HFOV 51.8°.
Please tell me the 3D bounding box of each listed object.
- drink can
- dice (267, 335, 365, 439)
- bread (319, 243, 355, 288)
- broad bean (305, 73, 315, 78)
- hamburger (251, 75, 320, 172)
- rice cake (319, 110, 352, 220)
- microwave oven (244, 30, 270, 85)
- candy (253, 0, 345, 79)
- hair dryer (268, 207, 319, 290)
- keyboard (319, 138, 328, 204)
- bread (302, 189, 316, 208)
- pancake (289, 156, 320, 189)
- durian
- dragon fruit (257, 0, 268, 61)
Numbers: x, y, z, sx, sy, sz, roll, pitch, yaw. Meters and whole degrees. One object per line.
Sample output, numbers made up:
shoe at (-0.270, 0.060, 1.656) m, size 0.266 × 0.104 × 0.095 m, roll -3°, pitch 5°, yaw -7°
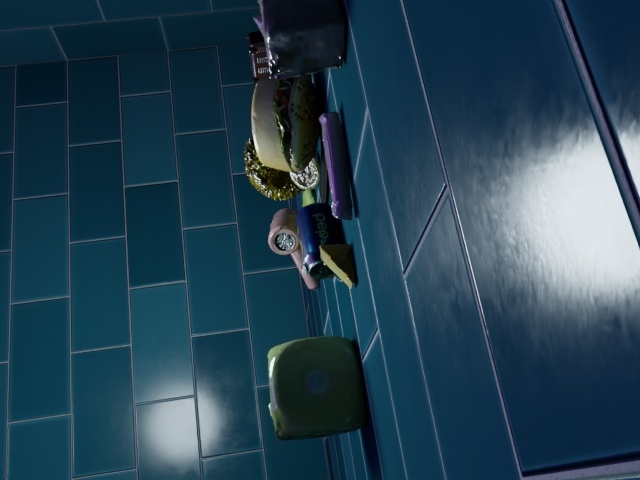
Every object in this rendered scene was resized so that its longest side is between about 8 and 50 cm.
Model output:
drink can at (0.000, 0.000, 1.825) m, size 0.118 × 0.118 × 0.205 m, roll 90°, pitch 170°, yaw -54°
dice at (-0.018, 0.413, 1.839) m, size 0.250 × 0.254 × 0.252 m, roll 104°, pitch 160°, yaw -67°
bread at (0.043, 0.073, 1.664) m, size 0.084 × 0.080 × 0.109 m, roll 90°, pitch 174°, yaw -65°
broad bean at (-0.055, -0.478, 2.090) m, size 0.318 × 0.056 × 0.098 m, roll 118°, pitch 145°, yaw -77°
hamburger at (-0.090, -0.340, 1.906) m, size 0.300 × 0.176 × 0.300 m, roll 0°, pitch -90°, yaw -82°
rice cake at (0.038, -0.174, 1.531) m, size 0.049 × 0.055 × 0.270 m, roll 133°, pitch 132°, yaw -77°
microwave oven at (-0.191, -0.718, 2.558) m, size 0.247 × 0.178 × 0.188 m, roll -108°, pitch 10°, yaw -60°
candy at (-0.046, -0.452, 1.394) m, size 0.137 × 0.184 × 0.195 m, roll 84°, pitch 176°, yaw -59°
hair dryer at (-0.086, 0.061, 2.602) m, size 0.210 × 0.125 × 0.353 m, roll -88°, pitch -27°, yaw -68°
keyboard at (0.007, -0.213, 1.942) m, size 0.381 × 0.041 × 0.104 m, roll 80°, pitch 179°, yaw -60°
bread at (-0.036, -0.072, 2.476) m, size 0.301 × 0.045 × 0.302 m, roll 173°, pitch 90°, yaw -83°
pancake at (-0.047, -0.220, 2.139) m, size 0.129 × 0.022 × 0.116 m, roll -17°, pitch 94°, yaw 41°
durian at (-0.139, -0.282, 2.294) m, size 0.258 × 0.258 × 0.293 m, roll 125°, pitch 143°, yaw -82°
dragon fruit at (-0.121, -0.640, 2.007) m, size 0.282 × 0.147 × 0.211 m, roll -100°, pitch 13°, yaw -69°
